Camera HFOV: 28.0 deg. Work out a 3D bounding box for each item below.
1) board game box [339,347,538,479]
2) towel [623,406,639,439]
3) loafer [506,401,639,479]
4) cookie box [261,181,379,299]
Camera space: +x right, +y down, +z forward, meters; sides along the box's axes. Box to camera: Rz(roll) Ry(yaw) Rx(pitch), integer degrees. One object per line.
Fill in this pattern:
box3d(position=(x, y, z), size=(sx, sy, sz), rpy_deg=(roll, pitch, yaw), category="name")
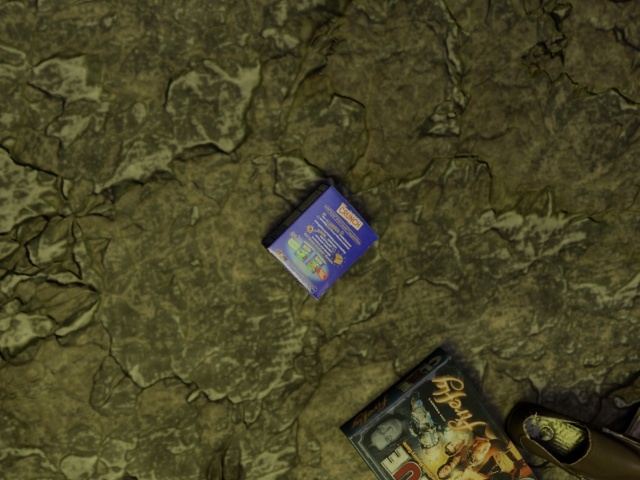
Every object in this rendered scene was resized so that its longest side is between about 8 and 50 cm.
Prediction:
box3d(position=(0.158, 0.280, 1.624), size=(0.165, 0.042, 0.243), rpy_deg=(-38, 109, -7), category="board game box")
box3d(position=(0.532, 0.269, 1.591), size=(0.053, 0.332, 0.317), rpy_deg=(25, 91, -43), category="towel")
box3d(position=(0.338, 0.271, 1.615), size=(0.220, 0.078, 0.080), rpy_deg=(18, 88, 8), category="loafer")
box3d(position=(0.000, 0.000, 1.522), size=(0.107, 0.040, 0.092), rpy_deg=(-44, 109, -5), category="cookie box")
